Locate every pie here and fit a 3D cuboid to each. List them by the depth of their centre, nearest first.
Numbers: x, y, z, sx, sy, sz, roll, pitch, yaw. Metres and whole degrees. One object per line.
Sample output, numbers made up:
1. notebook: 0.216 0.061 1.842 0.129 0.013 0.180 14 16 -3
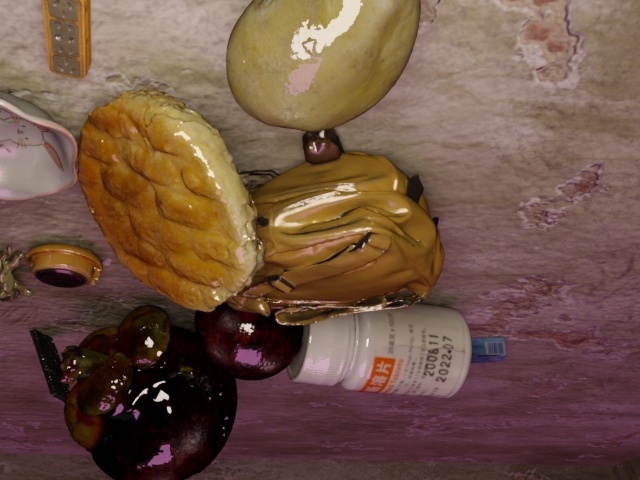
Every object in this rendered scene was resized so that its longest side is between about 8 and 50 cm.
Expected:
1. pie: -0.214 -0.049 0.894 0.339 0.083 0.339 22 133 26

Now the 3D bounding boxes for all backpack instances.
1. backpack: 0.000 0.005 1.025 0.378 0.201 0.353 -10 150 12

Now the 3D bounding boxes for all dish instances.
1. dish: -0.443 -0.146 0.881 0.229 0.081 0.229 -4 150 -2

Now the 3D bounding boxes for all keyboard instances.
1. keyboard: -0.649 0.300 1.549 0.023 0.231 0.072 -38 139 -4

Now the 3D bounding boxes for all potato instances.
1. potato: 0.005 -0.212 0.696 0.235 0.160 0.178 -40 172 30

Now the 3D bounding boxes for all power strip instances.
1. power strip: -0.293 -0.254 0.740 0.049 0.028 0.178 9 149 -14

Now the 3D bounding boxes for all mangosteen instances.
1. mangosteen: -0.128 0.148 1.287 0.228 0.228 0.265 20 112 -32
2. mangosteen: -0.394 0.357 1.516 0.381 0.381 0.421 -24 104 35

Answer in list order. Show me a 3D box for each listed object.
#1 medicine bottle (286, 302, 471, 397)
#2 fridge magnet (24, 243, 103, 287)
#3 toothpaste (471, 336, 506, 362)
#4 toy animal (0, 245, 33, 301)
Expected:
1. medicine bottle: 0.125 0.232 1.417 0.371 0.211 0.211 8 149 -16
2. fridge magnet: -0.494 0.050 1.237 0.143 0.063 0.143 -1 154 0
3. toothpaste: 0.344 0.291 1.688 0.272 0.053 0.066 -3 155 3
4. toy animal: -0.615 0.073 1.267 0.069 0.086 0.220 -28 165 -40
